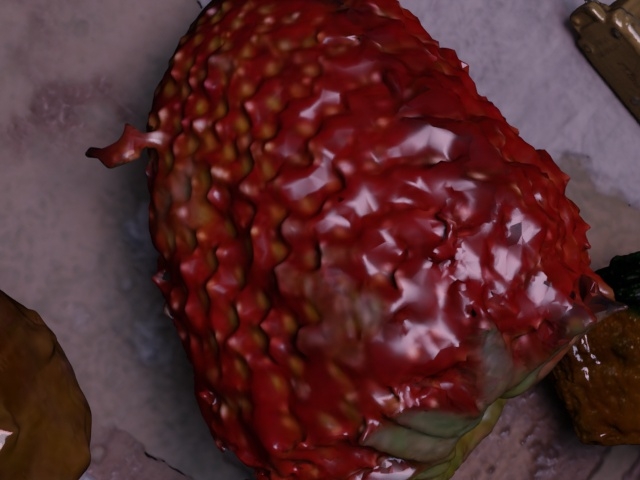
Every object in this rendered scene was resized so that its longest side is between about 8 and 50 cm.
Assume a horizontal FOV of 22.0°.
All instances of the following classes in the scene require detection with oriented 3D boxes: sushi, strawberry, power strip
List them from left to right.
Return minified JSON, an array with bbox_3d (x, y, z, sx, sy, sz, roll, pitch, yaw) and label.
[{"bbox_3d":[-0.001,0.001,1.058,0.343,0.292,0.292,44,69,11],"label":"strawberry"},{"bbox_3d":[0.296,-0.080,1.265,0.044,0.064,0.305,-43,97,-23],"label":"power strip"},{"bbox_3d":[0.288,0.077,1.190,0.287,0.149,0.140,0,79,-14],"label":"sushi"}]

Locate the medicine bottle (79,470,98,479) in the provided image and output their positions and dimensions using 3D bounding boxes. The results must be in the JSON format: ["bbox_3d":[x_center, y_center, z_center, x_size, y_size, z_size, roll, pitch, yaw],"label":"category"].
[{"bbox_3d":[-0.106,0.231,1.078,0.221,0.061,0.092,38,47,-10],"label":"medicine bottle"}]

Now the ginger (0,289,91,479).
[{"bbox_3d":[-0.262,0.136,0.951,0.200,0.223,0.269,47,67,-9],"label":"ginger"}]
